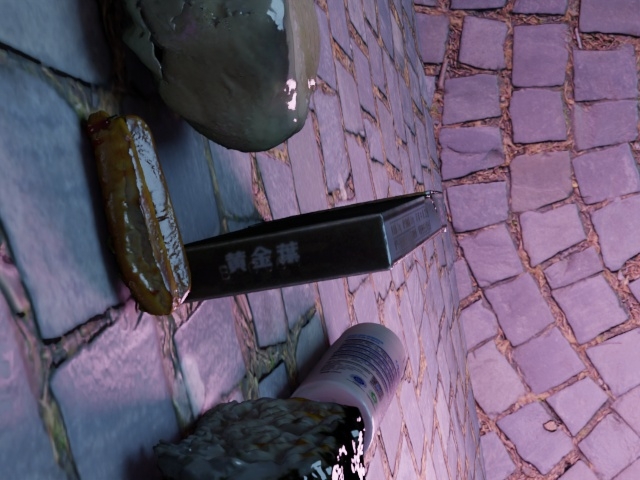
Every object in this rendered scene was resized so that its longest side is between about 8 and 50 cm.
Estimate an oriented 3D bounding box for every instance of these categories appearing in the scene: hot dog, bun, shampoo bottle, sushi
[{"bbox_3d":[-0.123,-0.018,0.682,0.062,0.038,0.144,-49,126,-69],"label":"hot dog"},{"bbox_3d":[-0.077,-0.179,0.765,0.239,0.141,0.239,-7,90,-82],"label":"bun"},{"bbox_3d":[0.037,0.152,1.106,0.303,0.092,0.092,-39,119,-75],"label":"shampoo bottle"},{"bbox_3d":[-0.031,0.181,0.719,0.225,0.136,0.126,23,67,-79],"label":"sushi"}]

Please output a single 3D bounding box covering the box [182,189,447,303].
[{"bbox_3d":[-0.001,0.000,0.860,0.325,0.180,0.047,-24,103,-75],"label":"box"}]
